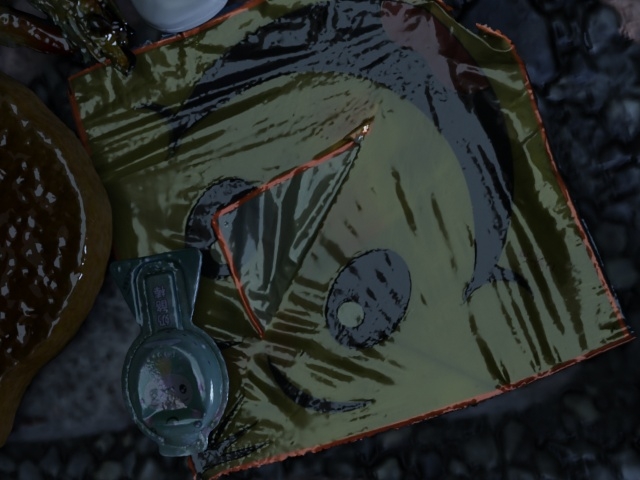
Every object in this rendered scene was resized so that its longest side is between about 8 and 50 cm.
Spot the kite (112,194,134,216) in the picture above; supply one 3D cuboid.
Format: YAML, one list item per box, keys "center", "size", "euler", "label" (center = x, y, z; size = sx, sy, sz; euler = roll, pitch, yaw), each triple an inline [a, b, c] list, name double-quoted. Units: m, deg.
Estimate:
- center: [-0.151, -0.004, 0.911]
  size: [0.044, 0.002, 0.078]
  euler: [30, 91, 13]
  label: "kite"

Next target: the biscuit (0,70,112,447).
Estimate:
- center: [-0.268, 0.004, 0.910]
  size: [0.273, 0.049, 0.257]
  euler: [25, 94, 14]
  label: "biscuit"

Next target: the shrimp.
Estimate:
- center: [-0.183, -0.156, 0.910]
  size: [0.190, 0.042, 0.101]
  euler: [36, 105, 18]
  label: "shrimp"

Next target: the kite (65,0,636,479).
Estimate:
- center: [-0.001, 0.000, 0.875]
  size: [0.377, 0.013, 0.328]
  euler: [28, 92, 11]
  label: "kite"

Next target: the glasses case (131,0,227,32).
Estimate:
- center: [-0.108, -0.202, 0.895]
  size: [0.063, 0.041, 0.164]
  euler: [-27, 78, 4]
  label: "glasses case"

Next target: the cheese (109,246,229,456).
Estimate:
- center: [-0.089, 0.067, 0.873]
  size: [0.067, 0.026, 0.121]
  euler: [-10, 85, 13]
  label: "cheese"
